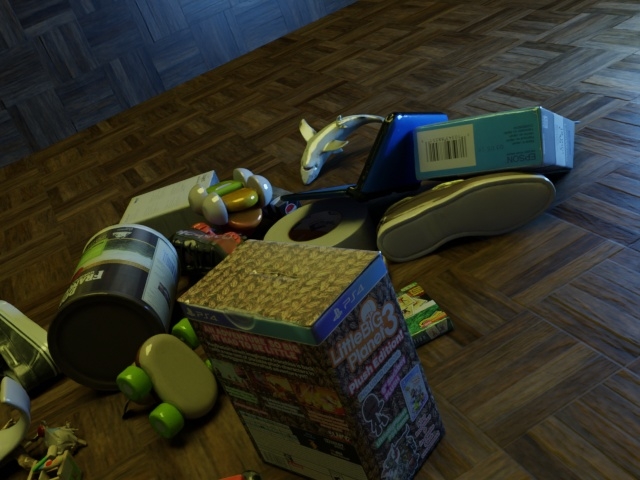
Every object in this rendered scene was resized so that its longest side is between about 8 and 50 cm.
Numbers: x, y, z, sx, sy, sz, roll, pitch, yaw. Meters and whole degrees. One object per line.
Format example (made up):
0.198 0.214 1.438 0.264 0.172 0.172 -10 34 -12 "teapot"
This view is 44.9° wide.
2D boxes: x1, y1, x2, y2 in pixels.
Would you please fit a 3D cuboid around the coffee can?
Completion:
-0.373 0.117 1.444 0.201 0.202 0.275 -19 26 5 "coffee can"

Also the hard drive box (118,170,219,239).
-0.359 -0.066 1.896 0.232 0.089 0.181 -17 27 9 "hard drive box"

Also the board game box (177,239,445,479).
-0.007 0.162 0.987 0.232 0.291 0.141 6 38 42 "board game box"

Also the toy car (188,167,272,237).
-0.195 -0.073 1.734 0.159 0.136 0.182 -26 28 -23 "toy car"

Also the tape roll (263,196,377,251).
0.000 0.000 1.526 0.219 0.072 0.219 -18 26 9 "tape roll"

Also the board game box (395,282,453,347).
0.067 0.158 1.233 0.259 0.030 0.136 -26 29 -7 "board game box"

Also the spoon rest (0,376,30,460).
-0.558 0.339 1.254 0.276 0.084 0.137 -44 37 15 "spoon rest"

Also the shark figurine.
0.063 -0.252 1.926 0.278 0.116 0.166 -28 60 6 "shark figurine"

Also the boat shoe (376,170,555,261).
0.255 -0.059 1.403 0.324 0.117 0.097 -21 29 15 "boat shoe"

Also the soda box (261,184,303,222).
-0.108 -0.086 1.785 0.060 0.053 0.169 -33 28 -21 "soda box"

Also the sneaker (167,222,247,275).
-0.238 0.031 1.592 0.135 0.098 0.276 -16 18 -32 "sneaker"

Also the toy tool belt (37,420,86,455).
-0.426 0.325 1.278 0.051 0.052 0.083 5 7 -45 "toy tool belt"

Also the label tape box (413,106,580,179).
0.357 -0.176 1.508 0.240 0.106 0.333 -5 0 31 "label tape box"

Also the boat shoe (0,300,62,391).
-0.636 0.210 1.554 0.335 0.121 0.119 11 37 44 "boat shoe"

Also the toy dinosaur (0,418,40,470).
-0.534 0.350 1.295 0.183 0.053 0.093 -9 31 24 "toy dinosaur"

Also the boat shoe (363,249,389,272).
-0.030 0.062 1.302 0.340 0.158 0.127 -33 17 -34 "boat shoe"

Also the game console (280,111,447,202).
0.092 -0.167 1.544 0.173 0.250 0.293 30 21 21 "game console"

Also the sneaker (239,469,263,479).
-0.144 0.355 0.967 0.188 0.078 0.067 -36 30 -26 "sneaker"

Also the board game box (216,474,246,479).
-0.180 0.423 0.800 0.242 0.064 0.317 -17 41 9 "board game box"

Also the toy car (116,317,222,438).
-0.260 0.239 1.262 0.155 0.149 0.188 -43 4 -42 "toy car"

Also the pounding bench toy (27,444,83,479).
-0.411 0.350 1.169 0.065 0.083 0.052 -19 27 5 "pounding bench toy"
